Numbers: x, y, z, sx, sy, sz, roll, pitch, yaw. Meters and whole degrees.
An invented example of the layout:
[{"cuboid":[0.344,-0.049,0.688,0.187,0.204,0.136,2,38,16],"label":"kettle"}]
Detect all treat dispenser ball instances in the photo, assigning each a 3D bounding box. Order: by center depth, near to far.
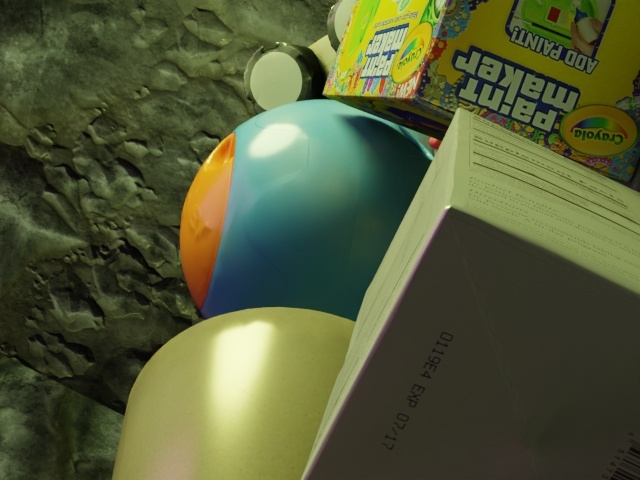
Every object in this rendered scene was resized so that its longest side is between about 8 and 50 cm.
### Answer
[{"cuboid":[0.000,0.000,0.934,0.288,0.288,0.288,-64,-2,-4],"label":"treat dispenser ball"}]

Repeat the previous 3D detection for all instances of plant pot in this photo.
[{"cuboid":[-0.035,0.224,0.572,0.274,0.256,0.256,-81,14,-61],"label":"plant pot"}]

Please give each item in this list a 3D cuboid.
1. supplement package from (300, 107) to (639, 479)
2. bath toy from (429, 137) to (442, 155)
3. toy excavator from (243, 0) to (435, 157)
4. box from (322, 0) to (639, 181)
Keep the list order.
[{"cuboid":[0.094,0.038,0.430,0.139,0.134,0.244,-65,-2,19],"label":"supplement package"},{"cuboid":[0.137,0.014,1.104,0.151,0.129,0.348,10,71,56],"label":"bath toy"},{"cuboid":[0.062,-0.066,1.256,0.433,0.445,0.222,-30,-8,26],"label":"toy excavator"},{"cuboid":[0.156,-0.216,0.728,0.290,0.177,0.279,-144,73,-75],"label":"box"}]
